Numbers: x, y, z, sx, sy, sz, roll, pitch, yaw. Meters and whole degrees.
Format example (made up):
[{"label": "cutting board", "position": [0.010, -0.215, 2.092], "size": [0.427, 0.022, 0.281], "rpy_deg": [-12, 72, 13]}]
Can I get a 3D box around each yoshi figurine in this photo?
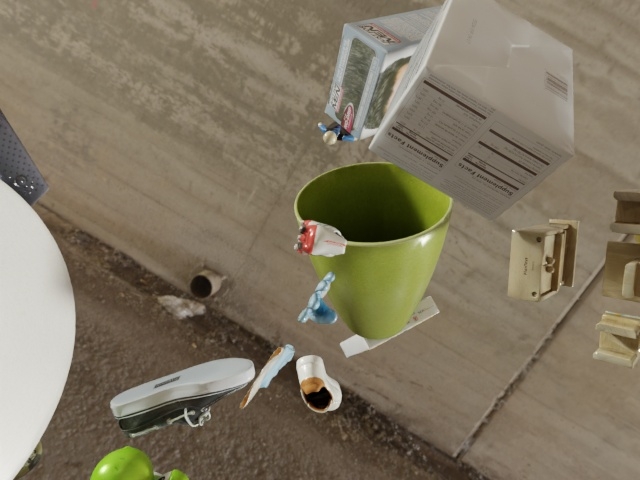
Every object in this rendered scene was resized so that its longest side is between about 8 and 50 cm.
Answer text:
[{"label": "yoshi figurine", "position": [-0.418, 0.505, 0.845], "size": [0.203, 0.362, 0.204], "rpy_deg": [31, 33, -50]}]

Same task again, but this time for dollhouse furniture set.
[{"label": "dollhouse furniture set", "position": [0.408, 0.037, 0.584], "size": [0.160, 0.213, 0.241], "rpy_deg": [-8, 12, -44]}]

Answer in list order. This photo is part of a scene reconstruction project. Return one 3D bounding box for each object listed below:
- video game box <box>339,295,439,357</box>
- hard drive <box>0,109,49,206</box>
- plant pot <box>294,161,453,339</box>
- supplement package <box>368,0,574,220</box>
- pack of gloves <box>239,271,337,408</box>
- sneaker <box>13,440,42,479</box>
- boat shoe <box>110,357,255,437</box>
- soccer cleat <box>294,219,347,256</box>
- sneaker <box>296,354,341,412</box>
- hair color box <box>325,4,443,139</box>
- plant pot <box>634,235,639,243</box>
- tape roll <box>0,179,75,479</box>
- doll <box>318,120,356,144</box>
[{"label": "video game box", "position": [0.154, 0.207, 1.018], "size": [0.048, 0.186, 0.205], "rpy_deg": [60, -18, 12]}, {"label": "hard drive", "position": [-0.488, -0.060, 0.544], "size": [0.054, 0.172, 0.255], "rpy_deg": [7, 42, 19]}, {"label": "plant pot", "position": [0.103, 0.044, 0.840], "size": [0.274, 0.294, 0.275], "rpy_deg": [-5, 35, 3]}, {"label": "supplement package", "position": [0.218, -0.200, 0.611], "size": [0.203, 0.145, 0.262], "rpy_deg": [29, 53, -5]}, {"label": "pack of gloves", "position": [-0.023, 0.142, 0.622], "size": [0.046, 0.195, 0.232], "rpy_deg": [32, -9, 6]}, {"label": "sneaker", "position": [-0.779, 0.369, 0.901], "size": [0.410, 0.182, 0.158], "rpy_deg": [35, 40, -12]}, {"label": "boat shoe", "position": [-0.278, 0.338, 0.915], "size": [0.113, 0.305, 0.105], "rpy_deg": [-141, -146, -80]}, {"label": "soccer cleat", "position": [0.000, 0.000, 0.335], "size": [0.035, 0.029, 0.083], "rpy_deg": [13, 0, -5]}, {"label": "sneaker", "position": [-0.004, 0.444, 1.228], "size": [0.290, 0.105, 0.123], "rpy_deg": [66, 9, -46]}, {"label": "hair color box", "position": [0.197, -0.360, 0.901], "size": [0.374, 0.186, 0.114], "rpy_deg": [-28, 61, -31]}, {"label": "plant pot", "position": [0.734, -0.035, 0.944], "size": [0.083, 0.081, 0.082], "rpy_deg": [33, 47, -60]}, {"label": "tape roll", "position": [-0.393, 0.101, 0.357], "size": [0.071, 0.393, 0.392], "rpy_deg": [1, 3, 21]}, {"label": "doll", "position": [0.054, -0.326, 1.274], "size": [0.128, 0.046, 0.189], "rpy_deg": [21, 41, 12]}]
